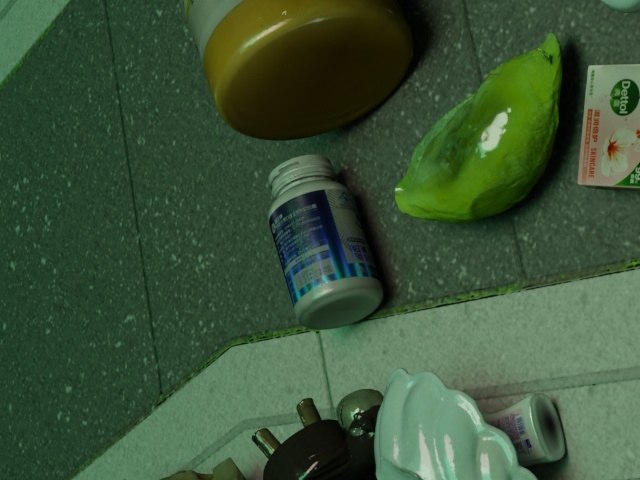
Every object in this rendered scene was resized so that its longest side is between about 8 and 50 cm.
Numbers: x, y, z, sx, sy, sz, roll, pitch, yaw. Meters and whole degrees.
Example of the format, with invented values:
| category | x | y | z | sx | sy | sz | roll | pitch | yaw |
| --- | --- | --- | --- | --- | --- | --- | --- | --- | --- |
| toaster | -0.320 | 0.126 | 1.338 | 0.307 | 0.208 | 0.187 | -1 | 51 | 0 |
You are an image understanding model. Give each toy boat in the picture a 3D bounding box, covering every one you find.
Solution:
| category | x | y | z | sx | sy | sz | roll | pitch | yaw |
| --- | --- | --- | --- | --- | --- | --- | --- | --- | --- |
| toy boat | 0.140 | 0.264 | 1.668 | 0.290 | 0.100 | 0.199 | 40 | 146 | 29 |

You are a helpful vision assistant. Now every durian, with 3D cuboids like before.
| category | x | y | z | sx | sy | sz | roll | pitch | yaw |
| --- | --- | --- | --- | --- | --- | --- | --- | --- | --- |
| durian | 0.176 | -0.104 | 1.712 | 0.250 | 0.101 | 0.139 | -44 | 54 | 37 |

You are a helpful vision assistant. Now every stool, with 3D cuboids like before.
| category | x | y | z | sx | sy | sz | roll | pitch | yaw |
| --- | --- | --- | --- | --- | --- | --- | --- | --- | --- |
| stool | 0.011 | 0.239 | 1.850 | 0.217 | 0.125 | 0.121 | -50 | 49 | 21 |

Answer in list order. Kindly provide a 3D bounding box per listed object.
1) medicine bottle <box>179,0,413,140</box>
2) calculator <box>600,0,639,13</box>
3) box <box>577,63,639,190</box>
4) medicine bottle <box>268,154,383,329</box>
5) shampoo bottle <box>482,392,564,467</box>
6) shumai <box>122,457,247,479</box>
| category | x | y | z | sx | sy | sz | roll | pitch | yaw |
| --- | --- | --- | --- | --- | --- | --- | --- | --- | --- |
| medicine bottle | -0.039 | -0.274 | 1.875 | 0.238 | 0.238 | 0.232 | -45 | 54 | 36 |
| calculator | 0.316 | -0.355 | 1.515 | 0.184 | 0.042 | 0.295 | 58 | 141 | 45 |
| box | 0.307 | -0.112 | 1.606 | 0.089 | 0.043 | 0.125 | 3 | 88 | 49 |
| medicine bottle | 0.000 | 0.000 | 1.897 | 0.107 | 0.107 | 0.191 | -38 | 58 | 40 |
| shampoo bottle | 0.204 | 0.207 | 1.686 | 0.099 | 0.043 | 0.072 | -29 | 70 | 44 |
| shumai | -0.171 | 0.419 | 2.044 | 0.283 | 0.217 | 0.346 | -38 | 67 | 2 |
